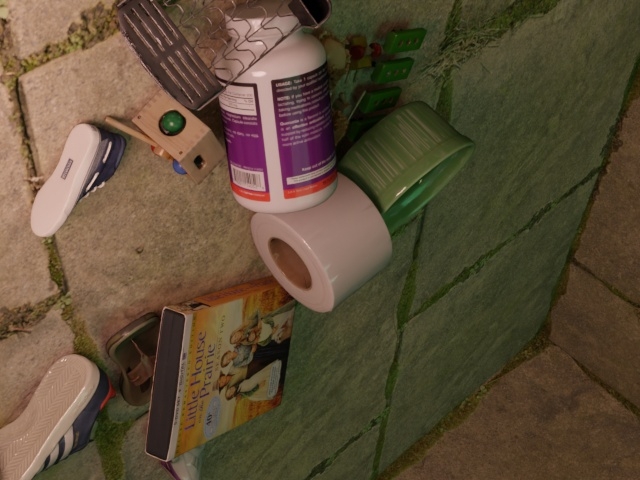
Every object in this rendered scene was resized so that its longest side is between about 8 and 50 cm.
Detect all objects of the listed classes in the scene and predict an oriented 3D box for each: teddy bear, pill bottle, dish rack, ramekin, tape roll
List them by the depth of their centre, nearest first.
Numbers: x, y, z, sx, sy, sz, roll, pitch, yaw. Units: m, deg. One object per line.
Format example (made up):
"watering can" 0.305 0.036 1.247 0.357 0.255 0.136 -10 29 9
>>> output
"dish rack" -0.144 -0.329 1.456 0.271 0.208 0.074 -41 -166 -14
"pill bottle" -0.072 -0.217 1.648 0.182 0.182 0.322 -28 124 -38
"teddy bear" -0.047 -0.223 1.850 0.245 0.113 0.337 -37 143 -36
"tape roll" 0.000 0.000 2.031 0.169 0.246 0.246 -37 151 -24
"ramekin" 0.162 -0.150 2.121 0.303 0.148 0.303 -39 169 -9

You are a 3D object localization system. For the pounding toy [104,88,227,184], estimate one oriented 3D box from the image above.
"pounding toy" -0.241 -0.162 1.596 0.100 0.130 0.141 -48 162 -6

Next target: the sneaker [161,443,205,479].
"sneaker" -0.294 0.473 2.324 0.152 0.114 0.305 -38 151 -22

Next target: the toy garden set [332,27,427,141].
"toy garden set" 0.091 -0.308 2.000 0.204 0.049 0.244 -20 142 -48

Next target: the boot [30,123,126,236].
"boot" -0.364 -0.084 1.548 0.086 0.069 0.190 12 113 -58

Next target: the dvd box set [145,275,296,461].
"dvd box set" -0.192 0.248 2.097 0.420 0.062 0.307 -13 115 -60

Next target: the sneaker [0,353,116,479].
"sneaker" -0.505 0.375 1.853 0.350 0.131 0.148 -47 149 -6

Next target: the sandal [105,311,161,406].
"sandal" -0.339 0.241 1.987 0.120 0.086 0.302 -35 151 -24
